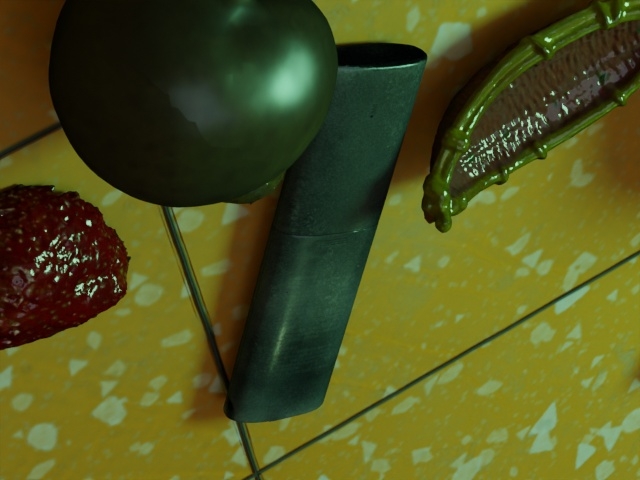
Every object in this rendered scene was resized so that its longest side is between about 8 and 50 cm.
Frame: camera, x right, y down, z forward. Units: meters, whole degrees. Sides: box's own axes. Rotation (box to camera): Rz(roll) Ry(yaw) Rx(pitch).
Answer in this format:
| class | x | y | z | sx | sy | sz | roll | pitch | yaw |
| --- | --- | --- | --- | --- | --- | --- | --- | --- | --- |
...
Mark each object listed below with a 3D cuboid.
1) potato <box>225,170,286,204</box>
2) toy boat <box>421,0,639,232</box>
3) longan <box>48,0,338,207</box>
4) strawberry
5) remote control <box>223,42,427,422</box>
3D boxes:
| class | x | y | z | sx | sy | sz | roll | pitch | yaw |
| --- | --- | --- | --- | --- | --- | --- | --- | --- | --- |
| potato | -0.068 | -0.051 | 1.551 | 0.092 | 0.045 | 0.046 | -8 | 93 | -35 |
| toy boat | 0.201 | -0.127 | 1.649 | 0.318 | 0.099 | 0.141 | -37 | 142 | -8 |
| longan | -0.097 | -0.120 | 1.364 | 0.220 | 0.196 | 0.196 | 5 | 121 | -47 |
| strawberry | -0.221 | 0.034 | 1.496 | 0.187 | 0.082 | 0.146 | 0 | 131 | -42 |
| remote control | 0.000 | 0.000 | 1.644 | 0.107 | 0.044 | 0.377 | -11 | 131 | -35 |
